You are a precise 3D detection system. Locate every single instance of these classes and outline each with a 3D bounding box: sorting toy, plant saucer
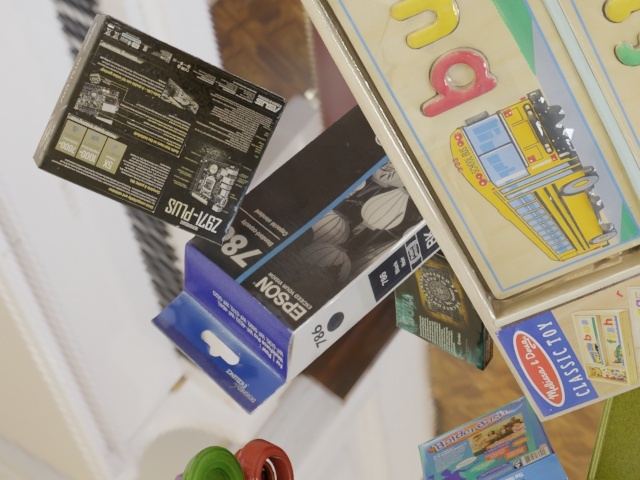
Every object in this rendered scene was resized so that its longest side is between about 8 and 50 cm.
[{"bbox_3d":[-0.057,0.147,0.765,0.042,0.061,0.102,-10,172,34],"label":"sorting toy"},{"bbox_3d":[0.366,0.219,1.475,0.045,0.188,0.188,21,168,-26],"label":"plant saucer"}]

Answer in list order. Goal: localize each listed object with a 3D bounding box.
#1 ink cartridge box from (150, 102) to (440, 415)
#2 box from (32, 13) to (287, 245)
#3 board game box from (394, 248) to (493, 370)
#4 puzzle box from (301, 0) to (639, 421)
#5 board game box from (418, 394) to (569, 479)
[{"bbox_3d":[0.000,0.000,1.269,0.165,0.332,0.065,37,160,34],"label":"ink cartridge box"},{"bbox_3d":[-0.144,-0.099,1.195,0.180,0.147,0.077,23,-177,-19],"label":"box"},{"bbox_3d":[0.142,0.065,1.540,0.126,0.026,0.186,27,149,24],"label":"board game box"},{"bbox_3d":[0.179,-0.085,0.859,0.272,0.052,0.409,-24,116,19],"label":"puzzle box"},{"bbox_3d":[0.202,0.268,1.594,0.047,0.160,0.210,62,-173,-11],"label":"board game box"}]
